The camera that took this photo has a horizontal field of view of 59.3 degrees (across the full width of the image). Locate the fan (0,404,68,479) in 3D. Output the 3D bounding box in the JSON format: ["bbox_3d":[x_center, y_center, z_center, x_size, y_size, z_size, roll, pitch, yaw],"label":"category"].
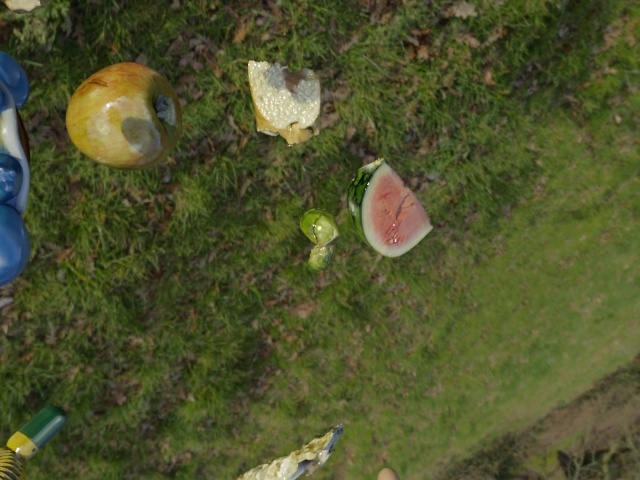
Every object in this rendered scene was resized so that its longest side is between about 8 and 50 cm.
[{"bbox_3d":[-0.383,0.265,0.696,0.082,0.155,0.039,8,129,33],"label":"fan"}]

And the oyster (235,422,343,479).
[{"bbox_3d":[-0.048,0.337,0.856,0.200,0.061,0.106,-31,154,-10],"label":"oyster"}]

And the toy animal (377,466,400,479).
[{"bbox_3d":[0.002,0.336,0.600,0.198,0.171,0.171,-4,137,-6],"label":"toy animal"}]

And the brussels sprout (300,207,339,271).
[{"bbox_3d":[0.001,0.001,0.736,0.046,0.051,0.083,-19,110,-32],"label":"brussels sprout"}]

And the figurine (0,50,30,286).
[{"bbox_3d":[-0.544,-0.137,0.829,0.298,0.416,0.243,-9,162,4],"label":"figurine"}]

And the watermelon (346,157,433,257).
[{"bbox_3d":[0.134,-0.066,1.330,0.159,0.128,0.303,-52,136,-4],"label":"watermelon"}]

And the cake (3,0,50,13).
[{"bbox_3d":[-0.529,-0.655,1.091,0.307,0.314,0.293,-25,132,19],"label":"cake"}]

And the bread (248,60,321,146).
[{"bbox_3d":[-0.083,-0.341,1.482,0.184,0.211,0.224,-5,177,2],"label":"bread"}]

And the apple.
[{"bbox_3d":[-0.478,-0.294,1.368,0.264,0.264,0.264,-11,138,-11],"label":"apple"}]
